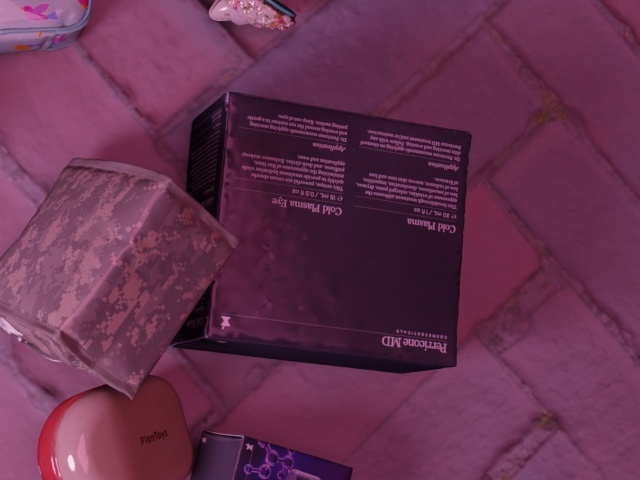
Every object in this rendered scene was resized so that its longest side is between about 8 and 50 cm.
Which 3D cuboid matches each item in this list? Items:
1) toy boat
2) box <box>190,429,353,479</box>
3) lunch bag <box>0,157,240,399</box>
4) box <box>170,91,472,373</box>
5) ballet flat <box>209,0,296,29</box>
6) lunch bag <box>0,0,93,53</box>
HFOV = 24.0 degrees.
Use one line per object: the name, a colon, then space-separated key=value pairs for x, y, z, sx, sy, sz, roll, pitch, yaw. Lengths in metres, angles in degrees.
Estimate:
toy boat: x=-0.271 y=0.256 z=1.848 sx=0.231 sy=0.151 sz=0.151 roll=-10 pitch=84 yaw=-64
box: x=-0.083 y=0.388 z=1.891 sx=0.184 sy=0.103 sz=0.261 roll=21 pitch=76 yaw=-32
lunch bag: x=-0.277 y=0.031 z=1.815 sx=0.169 sy=0.287 sz=0.235 roll=44 pitch=73 yaw=-38
box: x=0.000 y=0.000 z=1.960 sx=0.343 sy=0.179 sz=0.312 roll=9 pitch=79 yaw=-19
ballet flat: x=-0.145 y=-0.344 z=2.019 sx=0.241 sy=0.091 sz=0.077 roll=37 pitch=102 yaw=-7
lunch bag: x=-0.434 y=-0.348 z=1.887 sx=0.279 sy=0.108 sz=0.224 roll=-6 pitch=85 yaw=-21
